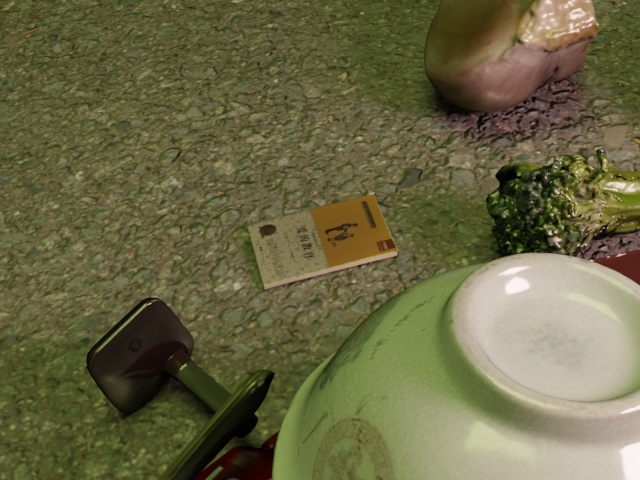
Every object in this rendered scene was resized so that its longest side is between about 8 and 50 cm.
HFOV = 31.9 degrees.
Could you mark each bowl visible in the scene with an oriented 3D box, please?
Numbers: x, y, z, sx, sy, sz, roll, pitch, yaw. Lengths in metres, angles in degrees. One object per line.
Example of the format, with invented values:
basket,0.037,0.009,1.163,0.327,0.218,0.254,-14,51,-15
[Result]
bowl,0.179,0.140,0.909,0.435,0.196,0.434,3,40,-3

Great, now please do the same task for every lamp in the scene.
lamp,-0.161,0.187,1.138,0.203,0.124,0.283,-43,33,-15

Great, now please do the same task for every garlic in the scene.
garlic,0.233,-0.326,1.566,0.231,0.246,0.340,-23,57,4

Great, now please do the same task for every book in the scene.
book,0.000,0.000,1.418,0.172,0.012,0.118,-15,43,-4

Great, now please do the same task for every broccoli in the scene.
broccoli,0.351,-0.038,1.315,0.304,0.145,0.165,-10,2,-14

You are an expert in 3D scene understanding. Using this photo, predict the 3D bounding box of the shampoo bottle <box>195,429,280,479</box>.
shampoo bottle,-0.112,0.283,1.079,0.314,0.076,0.118,-35,33,-25

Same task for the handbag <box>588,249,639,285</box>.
handbag,0.279,0.135,1.142,0.276,0.084,0.260,-12,47,-8
